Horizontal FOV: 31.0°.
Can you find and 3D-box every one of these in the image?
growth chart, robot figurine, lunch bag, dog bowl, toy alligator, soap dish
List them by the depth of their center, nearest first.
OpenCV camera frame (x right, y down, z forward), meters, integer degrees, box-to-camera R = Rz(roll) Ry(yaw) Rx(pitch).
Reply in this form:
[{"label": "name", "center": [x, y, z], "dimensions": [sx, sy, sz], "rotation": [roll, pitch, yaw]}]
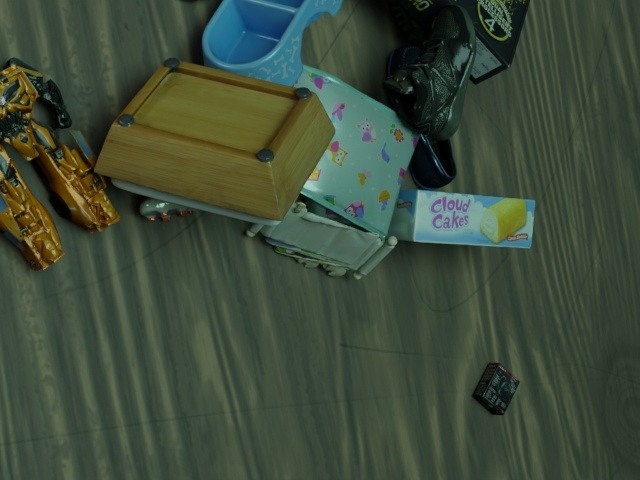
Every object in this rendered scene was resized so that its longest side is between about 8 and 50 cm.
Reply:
[{"label": "robot figurine", "center": [-0.414, -0.117, 1.624], "dimensions": [0.211, 0.085, 0.291], "rotation": [-38, 106, -31]}, {"label": "soap dish", "center": [-0.149, -0.149, 1.667], "dimensions": [0.229, 0.291, 0.118], "rotation": [-61, 161, -45]}, {"label": "dog bowl", "center": [-0.080, -0.353, 1.816], "dimensions": [0.297, 0.166, 0.074], "rotation": [-61, 155, -23]}, {"label": "growth chart", "center": [0.000, 0.000, 1.843], "dimensions": [0.237, 0.172, 0.021], "rotation": [21, 58, -25]}, {"label": "lunch bag", "center": [0.005, -0.137, 1.863], "dimensions": [0.262, 0.160, 0.223], "rotation": [29, 71, -34]}, {"label": "toy alligator", "center": [0.168, -0.383, 2.060], "dimensions": [0.051, 0.056, 0.189], "rotation": [-23, 100, 7]}]

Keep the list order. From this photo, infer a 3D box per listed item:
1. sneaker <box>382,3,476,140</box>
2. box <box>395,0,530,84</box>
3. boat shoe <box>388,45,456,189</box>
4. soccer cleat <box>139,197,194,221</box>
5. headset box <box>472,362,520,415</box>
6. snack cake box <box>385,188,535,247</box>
[{"label": "sneaker", "center": [0.178, -0.288, 1.878], "dimensions": [0.130, 0.087, 0.227], "rotation": [17, 83, -37]}, {"label": "box", "center": [0.213, -0.516, 2.033], "dimensions": [0.395, 0.097, 0.318], "rotation": [42, 46, -23]}, {"label": "boat shoe", "center": [0.197, -0.223, 2.037], "dimensions": [0.109, 0.089, 0.258], "rotation": [-22, 98, -33]}, {"label": "soccer cleat", "center": [-0.200, -0.078, 1.778], "dimensions": [0.196, 0.068, 0.076], "rotation": [-15, 88, -41]}, {"label": "headset box", "center": [0.323, 0.267, 2.106], "dimensions": [0.062, 0.032, 0.083], "rotation": [41, 64, -24]}, {"label": "snack cake box", "center": [0.221, -0.039, 1.992], "dimensions": [0.264, 0.152, 0.089], "rotation": [3, 94, -34]}]
